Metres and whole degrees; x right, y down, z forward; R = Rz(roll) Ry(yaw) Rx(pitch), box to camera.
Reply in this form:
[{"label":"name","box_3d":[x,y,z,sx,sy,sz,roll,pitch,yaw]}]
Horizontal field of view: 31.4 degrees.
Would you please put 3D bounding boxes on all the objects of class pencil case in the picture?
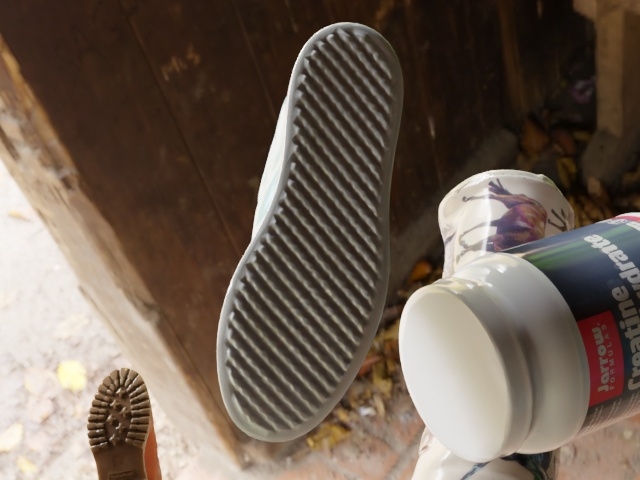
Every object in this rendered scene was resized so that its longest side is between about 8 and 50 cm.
[{"label":"pencil case","box_3d":[0.196,0.134,1.300,0.160,0.183,0.410,15,65,-13]}]

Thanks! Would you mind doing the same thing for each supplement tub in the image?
[{"label":"supplement tub","box_3d":[0.233,0.090,1.088,0.272,0.191,0.191,-15,47,-28]}]

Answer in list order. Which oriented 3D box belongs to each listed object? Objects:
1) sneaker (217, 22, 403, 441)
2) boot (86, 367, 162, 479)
[{"label":"sneaker","box_3d":[0.000,0.000,1.018,0.135,0.150,0.365,16,80,1]},{"label":"boot","box_3d":[-0.177,0.200,1.065,0.059,0.084,0.157,-6,75,8]}]
